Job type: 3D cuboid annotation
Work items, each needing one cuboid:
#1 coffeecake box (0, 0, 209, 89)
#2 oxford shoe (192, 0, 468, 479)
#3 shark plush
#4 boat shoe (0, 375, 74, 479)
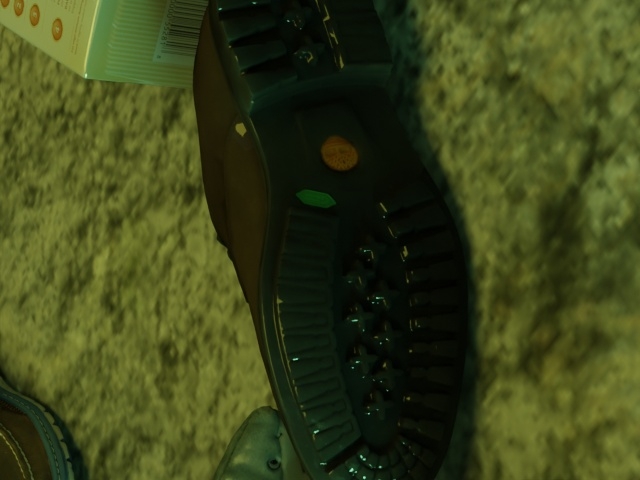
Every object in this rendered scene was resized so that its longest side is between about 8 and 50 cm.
[{"bbox_3d":[-0.111,-0.167,0.890,0.185,0.068,0.142,34,114,49],"label":"coffeecake box"},{"bbox_3d":[0.000,0.000,0.740,0.096,0.083,0.227,130,133,-63],"label":"oxford shoe"},{"bbox_3d":[-0.057,0.142,0.750,0.161,0.067,0.073,-43,35,-5],"label":"shark plush"},{"bbox_3d":[-0.188,0.102,0.974,0.183,0.066,0.066,38,117,48],"label":"boat shoe"}]
